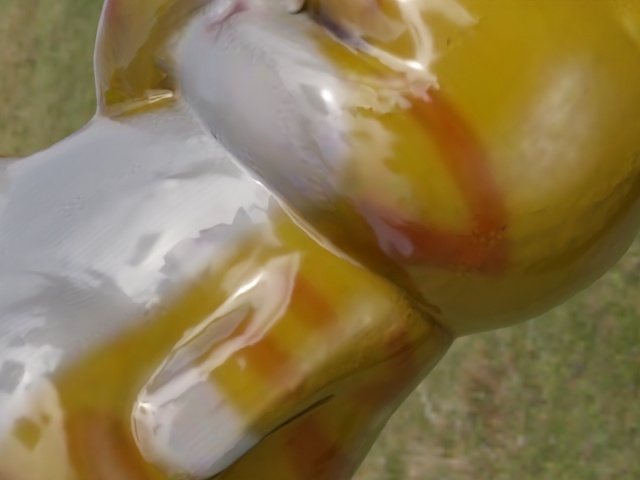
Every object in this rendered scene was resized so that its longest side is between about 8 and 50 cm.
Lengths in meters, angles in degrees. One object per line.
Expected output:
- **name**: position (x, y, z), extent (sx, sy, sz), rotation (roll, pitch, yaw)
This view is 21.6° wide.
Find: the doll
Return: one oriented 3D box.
- **doll**: position (-0.016, 0.000, 0.500), extent (0.269, 0.162, 0.167), rotation (-45, 49, 6)
